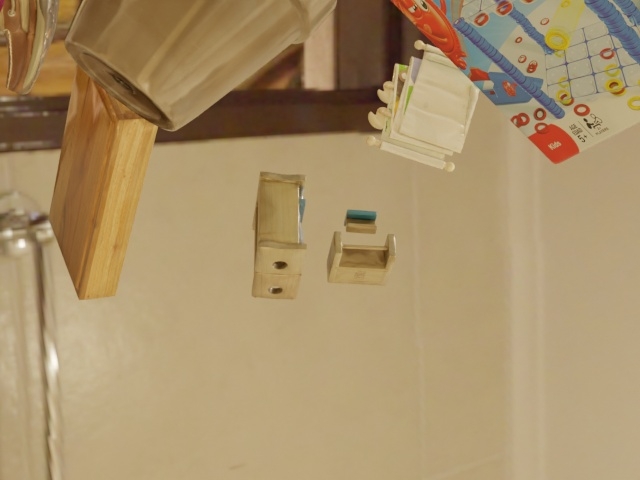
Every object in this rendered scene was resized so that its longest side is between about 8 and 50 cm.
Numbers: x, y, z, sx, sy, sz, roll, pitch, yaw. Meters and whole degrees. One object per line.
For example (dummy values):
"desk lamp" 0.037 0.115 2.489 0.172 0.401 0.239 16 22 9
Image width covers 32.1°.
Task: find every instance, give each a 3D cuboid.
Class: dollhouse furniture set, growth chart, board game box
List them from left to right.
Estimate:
"dollhouse furniture set" 0.000 0.000 1.550 0.129 0.184 0.129 104 -12 -54
"growth chart" 0.178 -0.223 1.813 0.021 0.172 0.237 119 -4 -65
"board game box" 0.189 -0.232 0.919 0.302 0.086 0.308 44 -21 -5

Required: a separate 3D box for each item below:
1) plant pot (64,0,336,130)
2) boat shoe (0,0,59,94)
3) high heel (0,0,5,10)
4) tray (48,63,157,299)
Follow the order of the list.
"plant pot" -0.184 -0.312 1.506 0.323 0.323 0.280 24 -105 47
"boat shoe" -0.491 -0.401 1.823 0.123 0.117 0.324 -100 -157 -65
"high heel" -0.541 -0.404 1.351 0.377 0.127 0.181 41 -61 3
"tray" -0.371 -0.112 1.848 0.202 0.076 0.411 61 -35 35
